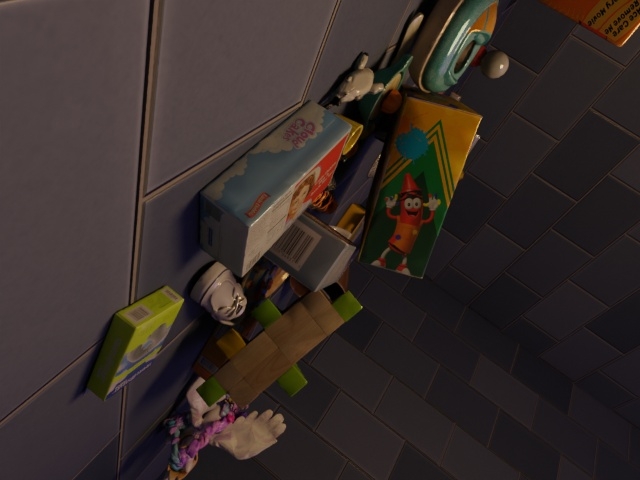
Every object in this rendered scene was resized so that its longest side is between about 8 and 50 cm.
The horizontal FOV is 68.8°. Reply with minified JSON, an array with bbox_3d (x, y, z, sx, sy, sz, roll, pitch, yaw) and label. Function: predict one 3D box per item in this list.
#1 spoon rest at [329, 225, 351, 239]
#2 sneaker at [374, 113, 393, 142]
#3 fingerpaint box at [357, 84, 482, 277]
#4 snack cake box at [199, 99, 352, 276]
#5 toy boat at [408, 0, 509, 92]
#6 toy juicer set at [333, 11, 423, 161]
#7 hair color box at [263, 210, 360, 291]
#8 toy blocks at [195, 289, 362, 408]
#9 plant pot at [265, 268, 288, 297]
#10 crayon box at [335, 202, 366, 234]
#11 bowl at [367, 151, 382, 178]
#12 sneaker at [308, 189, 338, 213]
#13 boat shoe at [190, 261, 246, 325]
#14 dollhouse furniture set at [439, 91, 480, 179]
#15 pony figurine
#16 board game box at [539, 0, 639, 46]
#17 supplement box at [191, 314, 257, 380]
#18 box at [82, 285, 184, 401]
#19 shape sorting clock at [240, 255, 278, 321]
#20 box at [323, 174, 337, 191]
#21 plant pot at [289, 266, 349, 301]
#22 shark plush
[{"bbox_3d":[0.000,0.000,1.630,0.276,0.084,0.137,-18,144,-54],"label":"spoon rest"},{"bbox_3d":[0.262,-0.366,1.465,0.271,0.100,0.108,-41,160,-58],"label":"sneaker"},{"bbox_3d":[0.230,-0.175,1.168,0.445,0.163,0.371,-70,175,-68],"label":"fingerpaint box"},{"bbox_3d":[-0.070,-0.085,0.741,0.264,0.089,0.152,-49,169,-33],"label":"snack cake box"},{"bbox_3d":[0.340,-0.449,1.070,0.318,0.148,0.267,-14,138,-58],"label":"toy boat"},{"bbox_3d":[0.132,-0.297,1.016,0.329,0.089,0.209,-53,172,-8],"label":"toy juicer set"},{"bbox_3d":[-0.027,0.006,1.025,0.114,0.185,0.374,-55,172,2],"label":"hair color box"},{"bbox_3d":[-0.086,0.231,1.109,0.381,0.191,0.261,-40,178,-1],"label":"toy blocks"},{"bbox_3d":[-0.107,0.067,1.388,0.236,0.032,0.236,-52,171,-11],"label":"plant pot"},{"bbox_3d":[0.129,-0.058,2.044,0.203,0.083,0.323,-55,173,9],"label":"crayon box"},{"bbox_3d":[0.264,-0.296,1.830,0.170,0.080,0.170,-52,173,-9],"label":"bowl"},{"bbox_3d":[-0.008,-0.104,1.047,0.084,0.083,0.215,-53,171,8],"label":"sneaker"},{"bbox_3d":[-0.185,0.113,0.925,0.095,0.084,0.258,-52,172,-14],"label":"boat shoe"},{"bbox_3d":[0.466,-0.405,1.734,0.286,0.303,0.198,-57,172,23],"label":"dollhouse furniture set"},{"bbox_3d":[-0.327,0.547,1.412,0.351,0.303,0.363,-39,-174,-12],"label":"pony figurine"},{"bbox_3d":[0.490,-0.608,0.817,0.356,0.356,0.356,-43,166,-53],"label":"board game box"},{"bbox_3d":[-0.251,0.270,1.247,0.233,0.080,0.078,-55,173,21],"label":"supplement box"},{"bbox_3d":[-0.285,0.161,0.710,0.178,0.042,0.109,-58,171,25],"label":"box"},{"bbox_3d":[-0.151,0.104,1.141,0.206,0.040,0.206,23,90,-82],"label":"shape sorting clock"},{"bbox_3d":[0.009,-0.147,0.992,0.018,0.083,0.067,-13,-173,19],"label":"box"},{"bbox_3d":[0.024,0.097,1.757,0.215,0.215,0.230,116,-1,-51],"label":"plant pot"},{"bbox_3d":[0.052,-0.263,0.843,0.067,0.073,0.161,-10,-140,56],"label":"shark plush"}]
